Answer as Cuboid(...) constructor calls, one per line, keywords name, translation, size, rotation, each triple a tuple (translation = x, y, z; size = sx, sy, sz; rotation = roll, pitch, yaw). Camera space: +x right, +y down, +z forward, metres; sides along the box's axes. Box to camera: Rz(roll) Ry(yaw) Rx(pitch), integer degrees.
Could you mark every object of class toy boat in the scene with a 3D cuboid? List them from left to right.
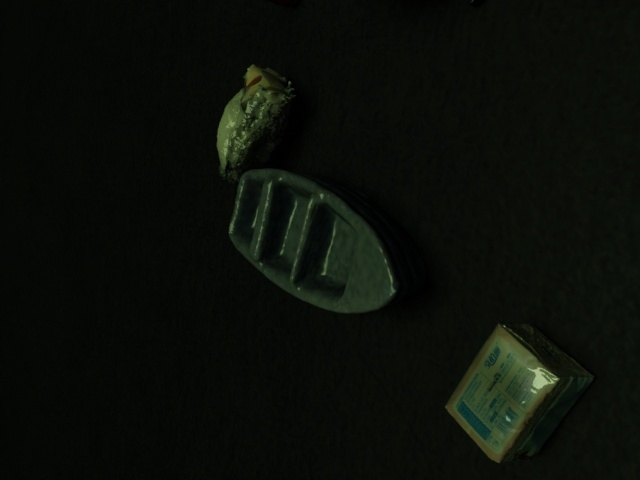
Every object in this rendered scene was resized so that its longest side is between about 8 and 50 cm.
Cuboid(name="toy boat", translation=(0.000, 0.000, 0.682), size=(0.283, 0.078, 0.127), rotation=(28, 106, 45))

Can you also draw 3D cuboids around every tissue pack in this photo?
Cuboid(name="tissue pack", translation=(0.157, 0.124, 0.508), size=(0.074, 0.059, 0.094), rotation=(47, 119, 42))

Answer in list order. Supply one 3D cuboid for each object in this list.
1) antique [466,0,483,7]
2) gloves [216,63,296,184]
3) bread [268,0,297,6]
Cuboid(name="antique", translation=(0.193, -0.288, 0.541), size=(0.192, 0.015, 0.031), rotation=(-47, 54, 35))
Cuboid(name="gloves", translation=(-0.085, -0.135, 0.789), size=(0.153, 0.070, 0.114), rotation=(-56, 32, 27))
Cuboid(name="bread", translation=(-0.051, -0.325, 0.791), size=(0.043, 0.109, 0.062), rotation=(52, 167, 42))
